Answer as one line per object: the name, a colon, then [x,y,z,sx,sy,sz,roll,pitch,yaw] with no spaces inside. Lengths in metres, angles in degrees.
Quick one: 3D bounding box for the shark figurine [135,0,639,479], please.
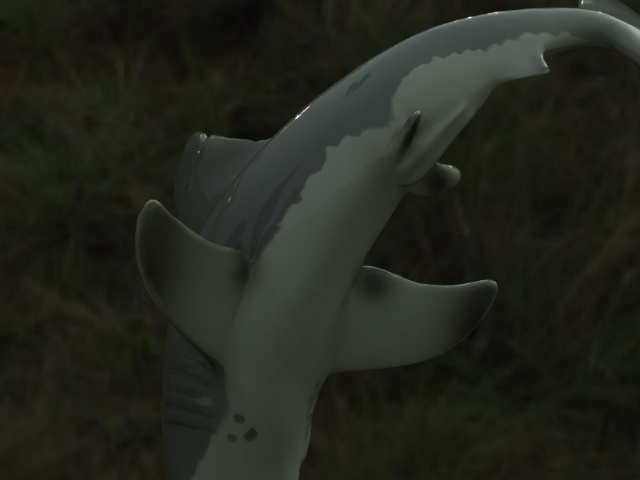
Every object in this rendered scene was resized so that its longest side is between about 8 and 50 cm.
shark figurine: [0.008,-0.027,0.671,0.278,0.166,0.116,-47,40,-11]
